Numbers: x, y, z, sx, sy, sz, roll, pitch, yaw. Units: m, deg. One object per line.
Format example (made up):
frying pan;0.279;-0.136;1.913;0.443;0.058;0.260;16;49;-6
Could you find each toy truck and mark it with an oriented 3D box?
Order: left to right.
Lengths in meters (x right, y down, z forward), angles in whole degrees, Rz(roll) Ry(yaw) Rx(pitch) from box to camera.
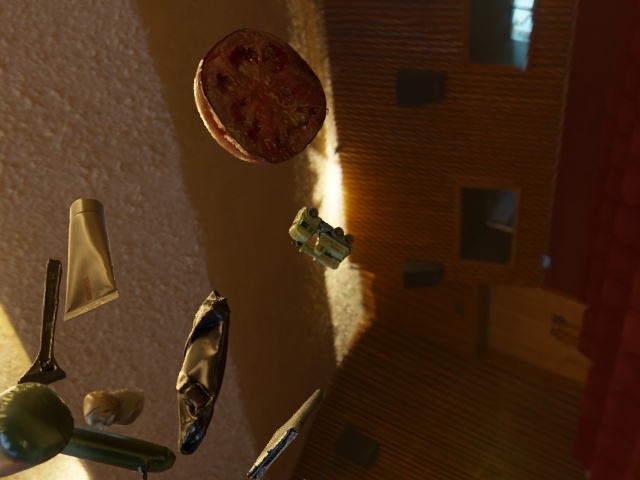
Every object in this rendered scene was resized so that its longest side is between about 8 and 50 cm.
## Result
toy truck;0.000;0.000;2.088;0.100;0.169;0.077;-58;9;-24

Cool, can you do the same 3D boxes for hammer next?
hammer;-0.372;0.320;1.277;0.336;0.206;0.119;25;-126;-35

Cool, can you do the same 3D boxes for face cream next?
face cream;-0.539;0.038;1.932;0.137;0.341;0.084;-23;-45;5

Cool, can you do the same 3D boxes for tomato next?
tomato;-0.157;-0.318;1.918;0.338;0.144;0.338;15;-116;-32

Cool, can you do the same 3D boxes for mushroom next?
mushroom;-0.432;0.344;1.701;0.223;0.092;0.081;58;-153;-78

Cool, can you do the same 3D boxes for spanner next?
spanner;-0.564;0.184;1.705;0.026;0.093;0.325;120;150;-57

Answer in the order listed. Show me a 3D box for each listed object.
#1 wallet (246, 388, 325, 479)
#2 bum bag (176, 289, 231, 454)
wallet;-0.079;0.451;1.902;0.222;0.036;0.167;-52;-4;32
bum bag;-0.226;0.237;1.557;0.142;0.080;0.326;142;140;-58
